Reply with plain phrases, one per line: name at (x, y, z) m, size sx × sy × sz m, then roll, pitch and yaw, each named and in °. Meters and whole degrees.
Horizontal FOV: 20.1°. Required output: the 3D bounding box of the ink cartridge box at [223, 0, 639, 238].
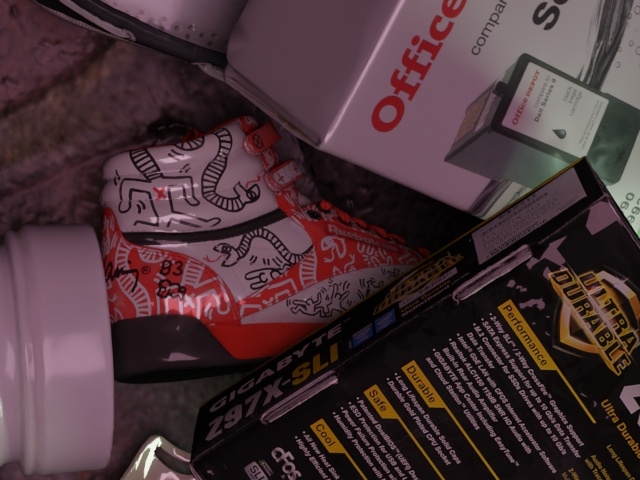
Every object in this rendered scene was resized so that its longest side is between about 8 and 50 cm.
ink cartridge box at (0.123, -0.113, 0.991) m, size 0.289 × 0.121 × 0.211 m, roll 20°, pitch 103°, yaw -36°

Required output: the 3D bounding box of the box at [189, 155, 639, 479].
box at (0.124, 0.159, 0.963) m, size 0.257 × 0.079 × 0.322 m, roll -34°, pitch 103°, yaw 9°

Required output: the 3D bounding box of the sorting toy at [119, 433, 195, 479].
sorting toy at (-0.090, 0.157, 1.076) m, size 0.083 × 0.045 × 0.075 m, roll 23°, pitch 83°, yaw -14°

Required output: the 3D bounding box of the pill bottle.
pill bottle at (-0.259, 0.068, 0.962) m, size 0.283 × 0.161 × 0.161 m, roll -4°, pitch 97°, yaw -13°

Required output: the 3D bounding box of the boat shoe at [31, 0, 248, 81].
boat shoe at (-0.028, -0.132, 1.030) m, size 0.302 × 0.091 × 0.114 m, roll 9°, pitch 94°, yaw -14°

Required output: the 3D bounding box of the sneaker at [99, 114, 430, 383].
sneaker at (0.000, 0.000, 1.052) m, size 0.270 × 0.090 × 0.145 m, roll -3°, pitch 80°, yaw -25°
